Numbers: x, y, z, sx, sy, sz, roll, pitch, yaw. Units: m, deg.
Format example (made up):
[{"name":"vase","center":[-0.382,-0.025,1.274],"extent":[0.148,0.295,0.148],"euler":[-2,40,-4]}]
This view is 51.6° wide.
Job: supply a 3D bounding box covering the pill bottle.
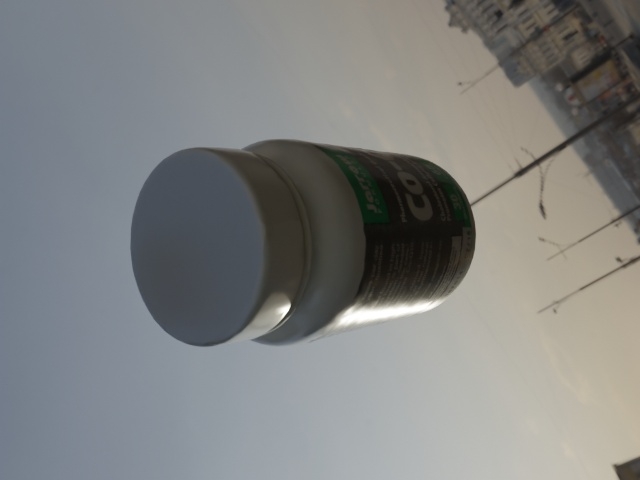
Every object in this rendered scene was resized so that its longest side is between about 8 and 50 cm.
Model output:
[{"name":"pill bottle","center":[0.000,0.000,0.699],"extent":[0.361,0.204,0.204],"euler":[-4,-118,-53]}]
